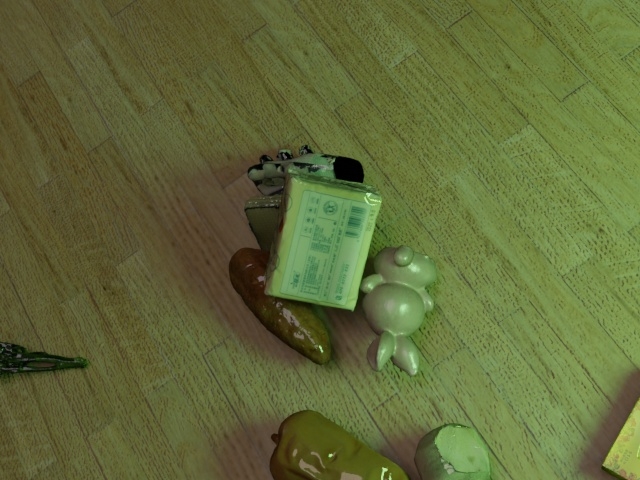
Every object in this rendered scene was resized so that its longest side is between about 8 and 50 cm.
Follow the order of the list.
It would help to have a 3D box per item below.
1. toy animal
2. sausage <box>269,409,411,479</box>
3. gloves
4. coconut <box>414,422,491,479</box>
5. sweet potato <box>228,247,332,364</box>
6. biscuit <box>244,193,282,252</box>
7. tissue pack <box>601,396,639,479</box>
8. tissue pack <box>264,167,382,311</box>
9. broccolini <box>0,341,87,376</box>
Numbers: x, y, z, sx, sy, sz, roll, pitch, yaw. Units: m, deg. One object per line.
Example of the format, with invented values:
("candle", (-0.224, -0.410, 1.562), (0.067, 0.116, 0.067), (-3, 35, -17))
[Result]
("toy animal", (0.111, 0.115, 1.390), (0.124, 0.124, 0.212), (10, 69, 20))
("sausage", (0.025, 0.355, 1.325), (0.241, 0.120, 0.136), (35, 72, 25))
("gloves", (-0.036, -0.106, 1.518), (0.212, 0.127, 0.111), (-11, 108, 42))
("coconut", (0.198, 0.335, 1.285), (0.110, 0.110, 0.124), (-31, 61, 4))
("sweet potato", (-0.061, 0.109, 1.457), (0.097, 0.097, 0.251), (-44, 63, -2))
("biscuit", (-0.020, -0.033, 1.482), (0.200, 0.121, 0.040), (-3, 51, 15))
("tissue pack", (0.484, 0.272, 1.248), (0.095, 0.062, 0.176), (30, 82, 24))
("tissue pack", (0.000, 0.000, 1.375), (0.148, 0.092, 0.196), (12, 104, -8))
("broccolini", (-0.515, 0.222, 1.590), (0.201, 0.058, 0.073), (5, 86, 2))
